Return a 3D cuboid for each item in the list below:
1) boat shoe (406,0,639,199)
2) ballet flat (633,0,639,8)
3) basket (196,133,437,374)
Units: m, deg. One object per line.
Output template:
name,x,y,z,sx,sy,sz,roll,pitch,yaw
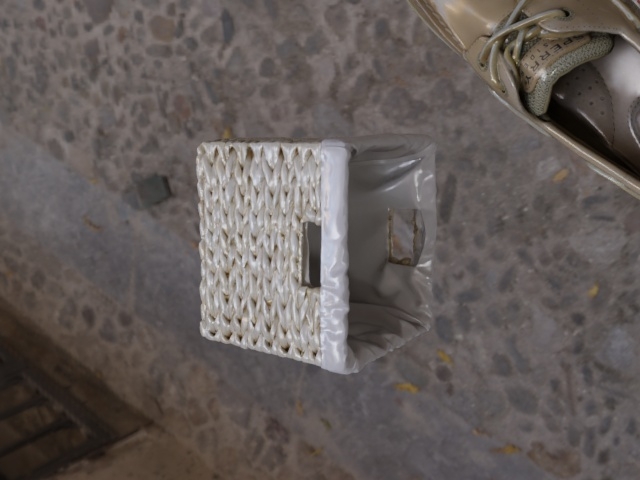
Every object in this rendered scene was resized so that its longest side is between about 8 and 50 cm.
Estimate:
boat shoe,0.156,-0.125,0.603,0.302,0.098,0.109,44,117,9
ballet flat,0.354,-0.352,1.108,0.240,0.091,0.077,26,161,-16
basket,0.000,0.000,1.421,0.266,0.331,0.329,4,98,27
